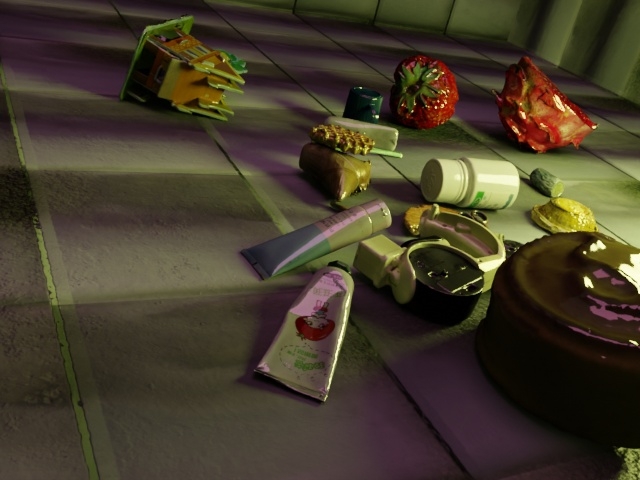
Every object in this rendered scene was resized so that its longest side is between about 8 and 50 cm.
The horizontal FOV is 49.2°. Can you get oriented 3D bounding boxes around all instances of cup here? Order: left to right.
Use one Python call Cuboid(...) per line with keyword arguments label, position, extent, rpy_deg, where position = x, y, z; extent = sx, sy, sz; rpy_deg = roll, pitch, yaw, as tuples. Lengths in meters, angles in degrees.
Cuboid(label="cup", position=(0.141, -0.392, 2.181), extent=(0.150, 0.138, 0.114), rpy_deg=(33, 33, 31))

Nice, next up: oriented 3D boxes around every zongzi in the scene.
Cuboid(label="zongzi", position=(0.015, -0.167, 1.755), extent=(0.195, 0.099, 0.197), rpy_deg=(24, 33, 16))

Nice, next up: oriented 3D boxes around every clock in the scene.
Cuboid(label="clock", position=(0.271, 0.036, 1.479), extent=(0.276, 0.120, 0.379), rpy_deg=(35, 34, 28))

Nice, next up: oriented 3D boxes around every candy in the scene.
Cuboid(label="candy", position=(0.115, -0.265, 2.016), extent=(0.336, 0.092, 0.093), rpy_deg=(4, 37, -37))

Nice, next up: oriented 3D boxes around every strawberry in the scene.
Cuboid(label="strawberry", position=(0.362, -0.498, 2.399), extent=(0.239, 0.249, 0.288), rpy_deg=(21, 2, 24))

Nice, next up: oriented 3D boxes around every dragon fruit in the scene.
Cuboid(label="dragon fruit", position=(0.767, -0.451, 2.460), extent=(0.371, 0.249, 0.386), rpy_deg=(51, 24, 10))

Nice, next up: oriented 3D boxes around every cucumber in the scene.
Cuboid(label="cucumber", position=(0.689, -0.177, 2.135), extent=(0.064, 0.064, 0.112), rpy_deg=(-1, 29, -28))

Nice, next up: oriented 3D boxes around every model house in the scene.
Cuboid(label="model house", position=(-0.366, -0.482, 2.092), extent=(0.313, 0.242, 0.357), rpy_deg=(33, 27, 0))

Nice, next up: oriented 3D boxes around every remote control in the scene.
Cuboid(label="remote control", position=(0.118, -0.322, 2.096), extent=(0.229, 0.073, 0.044), rpy_deg=(12, 8, 2))

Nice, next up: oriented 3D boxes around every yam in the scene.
Cuboid(label="yam", position=(0.071, -0.066, 1.669), extent=(0.116, 0.021, 0.021), rpy_deg=(30, 32, 26))

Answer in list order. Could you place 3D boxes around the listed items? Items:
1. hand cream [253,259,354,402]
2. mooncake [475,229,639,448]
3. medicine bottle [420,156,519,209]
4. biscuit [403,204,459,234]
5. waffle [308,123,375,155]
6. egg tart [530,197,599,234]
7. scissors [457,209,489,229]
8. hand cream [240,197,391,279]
Cuboid(label="hand cream", position=(-0.007, 0.144, 1.210), extent=(0.121, 0.076, 0.336), rpy_deg=(16, 34, 7))
Cuboid(label="mooncake", position=(0.486, 0.158, 1.226), extent=(0.394, 0.246, 0.394), rpy_deg=(-11, 33, -29))
Cuboid(label="medicine bottle", position=(0.397, -0.153, 1.864), extent=(0.237, 0.139, 0.139), rpy_deg=(1, 31, -22))
Cuboid(label="biscuit", position=(0.296, -0.041, 1.714), extent=(0.225, 0.033, 0.144), rpy_deg=(7, 30, -20))
Cuboid(label="waffle", position=(0.058, -0.264, 1.823), extent=(0.191, 0.038, 0.191), rpy_deg=(14, 20, -5))
Cuboid(label="egg tart", position=(0.674, -0.063, 1.901), extent=(0.191, 0.074, 0.191), rpy_deg=(14, 27, -7))
Cuboid(label="scissors", position=(0.409, 0.004, 1.661), extent=(0.088, 0.017, 0.220), rpy_deg=(-5, 46, -31))
Cuboid(label="hand cream", position=(0.000, 0.000, 1.431), extent=(0.313, 0.070, 0.111), rpy_deg=(-23, 42, -20))
